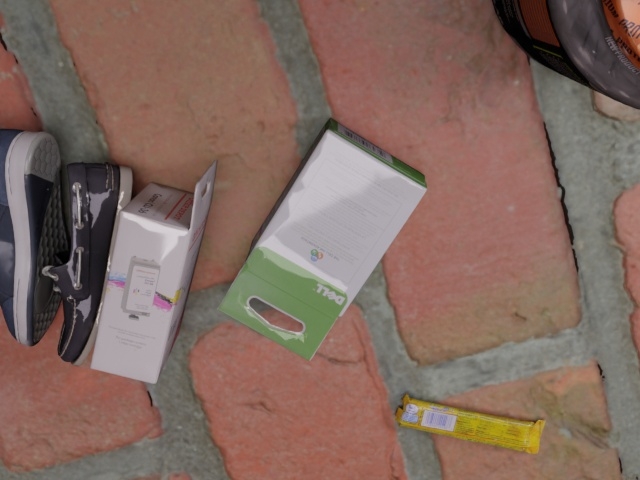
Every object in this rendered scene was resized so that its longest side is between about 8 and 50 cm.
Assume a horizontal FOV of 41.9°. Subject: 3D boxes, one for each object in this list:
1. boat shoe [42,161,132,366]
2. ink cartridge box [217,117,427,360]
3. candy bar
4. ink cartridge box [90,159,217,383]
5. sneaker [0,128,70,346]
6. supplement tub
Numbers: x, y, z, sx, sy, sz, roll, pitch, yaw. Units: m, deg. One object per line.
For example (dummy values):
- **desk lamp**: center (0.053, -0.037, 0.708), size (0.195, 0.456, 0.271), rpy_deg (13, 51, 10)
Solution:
- **boat shoe**: center (-0.236, 0.021, 0.811), size (0.065, 0.075, 0.206), rpy_deg (11, 101, -25)
- **ink cartridge box**: center (0.000, 0.000, 0.810), size (0.109, 0.062, 0.209), rpy_deg (30, 107, -8)
- **candy bar**: center (0.160, 0.196, 0.893), size (0.162, 0.018, 0.040), rpy_deg (12, 105, -2)
- **ink cartridge box**: center (-0.155, 0.019, 0.793), size (0.067, 0.115, 0.198), rpy_deg (15, 107, -3)
- **sneaker**: center (-0.335, -0.010, 0.809), size (0.164, 0.086, 0.226), rpy_deg (9, 116, 6)
- **supplement tub**: center (0.241, -0.198, 0.605), size (0.194, 0.316, 0.193), rpy_deg (0, 109, 1)
